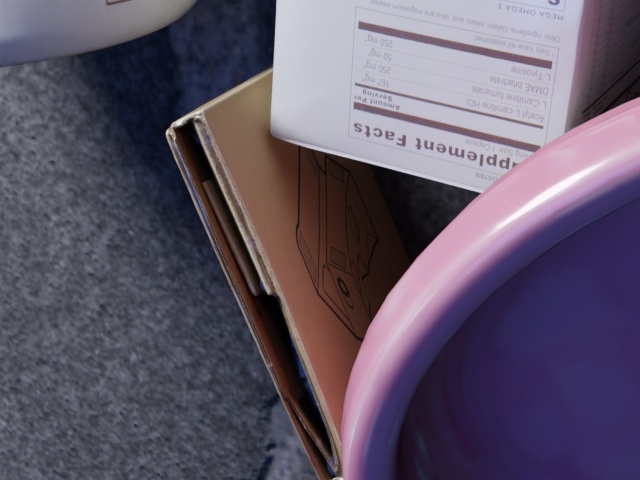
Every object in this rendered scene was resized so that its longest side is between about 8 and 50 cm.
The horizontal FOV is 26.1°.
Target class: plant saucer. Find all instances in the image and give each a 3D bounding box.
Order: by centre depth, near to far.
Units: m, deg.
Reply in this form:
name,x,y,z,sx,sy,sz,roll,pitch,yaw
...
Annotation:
name,x,y,z,sx,sy,sz,roll,pitch,yaw
plant saucer,0.171,0.055,0.552,0.332,0.084,0.332,-3,132,-3

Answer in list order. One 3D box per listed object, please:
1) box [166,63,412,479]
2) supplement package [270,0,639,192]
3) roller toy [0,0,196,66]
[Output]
name,x,y,z,sx,sy,sz,roll,pitch,yaw
box,0.000,0.000,0.645,0.021,0.201,0.164,-20,100,18
supplement package,0.072,-0.158,0.566,0.133,0.139,0.244,17,118,23
roller toy,-0.155,-0.161,0.670,0.191,0.209,0.146,-6,112,-1
